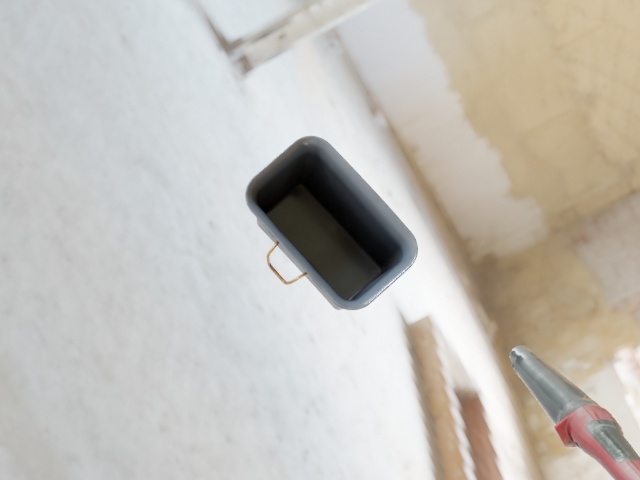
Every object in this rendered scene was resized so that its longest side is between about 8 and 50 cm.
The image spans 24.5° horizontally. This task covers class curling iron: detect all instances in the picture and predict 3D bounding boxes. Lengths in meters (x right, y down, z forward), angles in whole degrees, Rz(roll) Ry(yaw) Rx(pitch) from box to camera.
[{"bbox_3d":[0.168,0.131,0.932,0.274,0.035,0.068,-123,-147,-63],"label":"curling iron"}]

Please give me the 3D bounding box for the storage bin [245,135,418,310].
[{"bbox_3d":[0.000,0.000,1.191,0.135,0.098,0.091,47,-14,6],"label":"storage bin"}]
